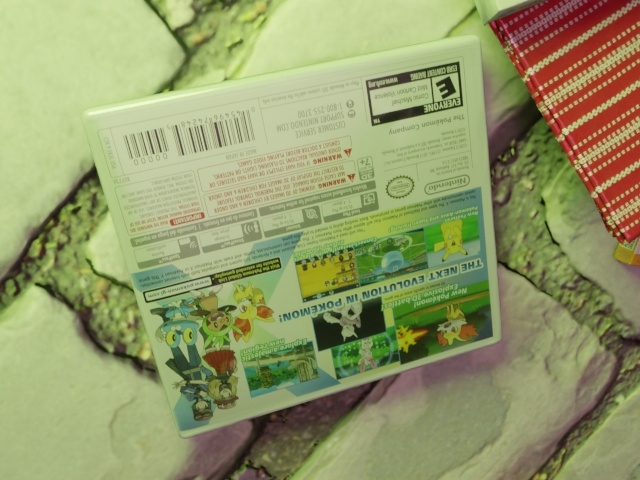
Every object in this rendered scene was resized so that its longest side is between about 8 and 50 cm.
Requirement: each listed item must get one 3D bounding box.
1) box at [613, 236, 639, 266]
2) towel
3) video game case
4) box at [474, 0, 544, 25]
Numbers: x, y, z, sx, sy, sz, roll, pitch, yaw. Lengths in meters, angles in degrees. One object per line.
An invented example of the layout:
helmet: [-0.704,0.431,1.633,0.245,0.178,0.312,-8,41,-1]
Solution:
box: [0.369,-0.035,0.616,0.081,0.028,0.136,9,106,-17]
towel: [0.272,-0.161,0.516,0.199,0.031,0.275,-35,99,-2]
video game case: [0.000,0.000,0.525,0.329,0.036,0.300,-14,110,-11]
box: [0.191,-0.272,0.461,0.186,0.038,0.145,-21,93,-3]
